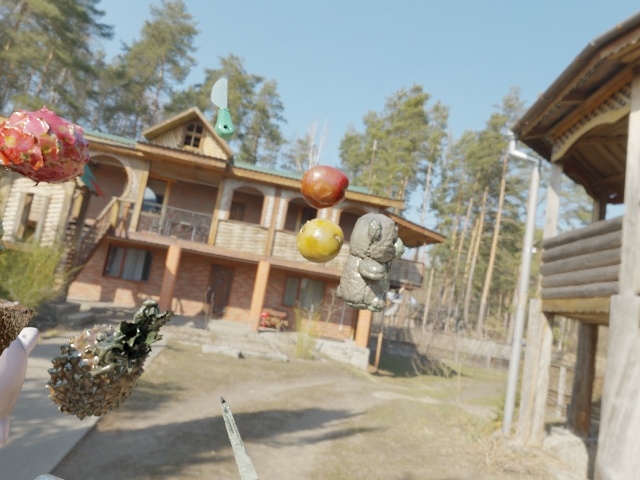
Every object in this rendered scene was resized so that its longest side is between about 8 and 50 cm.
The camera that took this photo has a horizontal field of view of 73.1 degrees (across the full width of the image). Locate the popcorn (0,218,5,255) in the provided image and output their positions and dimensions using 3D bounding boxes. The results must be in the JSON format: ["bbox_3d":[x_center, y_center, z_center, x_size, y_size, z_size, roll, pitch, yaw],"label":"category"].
[{"bbox_3d":[-1.139,-0.007,1.350,0.282,0.282,0.247,14,-35,-32],"label":"popcorn"}]

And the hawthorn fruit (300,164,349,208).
[{"bbox_3d":[0.013,-0.155,1.265,0.137,0.133,0.133,7,-8,10],"label":"hawthorn fruit"}]

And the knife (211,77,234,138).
[{"bbox_3d":[-0.301,-0.409,1.305,0.063,0.260,0.034,11,-37,-34],"label":"knife"}]

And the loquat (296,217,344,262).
[{"bbox_3d":[0.000,0.000,1.283,0.141,0.141,0.141,9,-8,1],"label":"loquat"}]

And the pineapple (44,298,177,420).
[{"bbox_3d":[-0.385,0.211,0.797,0.175,0.175,0.361,16,-44,-39],"label":"pineapple"}]

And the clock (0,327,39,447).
[{"bbox_3d":[-0.802,0.263,0.849,0.376,0.368,0.250,15,-35,-27],"label":"clock"}]

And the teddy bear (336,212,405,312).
[{"bbox_3d":[0.139,0.060,1.185,0.151,0.267,0.236,18,6,3],"label":"teddy bear"}]

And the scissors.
[{"bbox_3d":[-0.125,0.424,0.771,0.109,0.300,0.022,-8,-19,-48],"label":"scissors"}]

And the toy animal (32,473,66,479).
[{"bbox_3d":[-0.718,0.700,1.060,0.266,0.213,0.212,-2,-1,-30],"label":"toy animal"}]

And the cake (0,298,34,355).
[{"bbox_3d":[-0.491,0.108,0.601,0.115,0.113,0.295,21,-3,-21],"label":"cake"}]

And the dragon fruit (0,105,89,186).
[{"bbox_3d":[-0.746,-0.250,1.197,0.205,0.210,0.268,-6,-16,4],"label":"dragon fruit"}]
